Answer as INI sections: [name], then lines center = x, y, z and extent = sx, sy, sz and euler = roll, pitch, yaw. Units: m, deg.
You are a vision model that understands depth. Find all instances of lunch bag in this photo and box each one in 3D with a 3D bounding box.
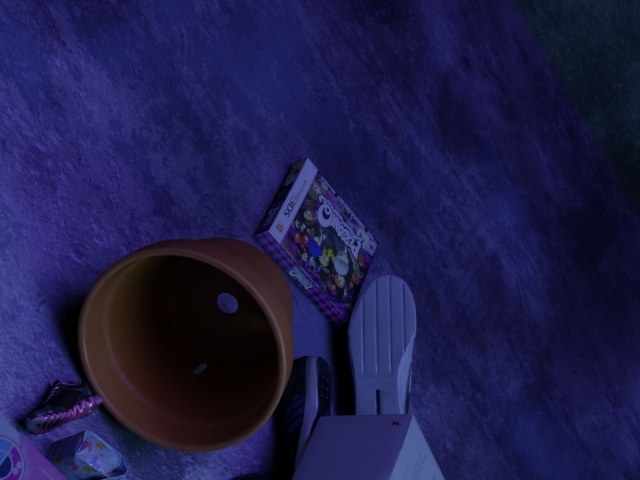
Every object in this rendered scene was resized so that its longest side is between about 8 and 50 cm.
[lunch bag]
center = -0.299, 0.290, 1.339
extent = 0.083, 0.071, 0.053
euler = 44, 42, -29

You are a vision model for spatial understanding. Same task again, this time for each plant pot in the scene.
[plant pot]
center = -0.162, 0.118, 1.450
extent = 0.291, 0.291, 0.203
euler = 61, 21, -9

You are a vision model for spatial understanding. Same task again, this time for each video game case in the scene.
[video game case]
center = 0.000, 0.000, 1.876
extent = 0.232, 0.042, 0.210
euler = 50, 42, -23

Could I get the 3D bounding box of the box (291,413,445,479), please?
[box]
center = 0.099, 0.462, 1.599
extent = 0.345, 0.168, 0.215
euler = 64, 35, -30

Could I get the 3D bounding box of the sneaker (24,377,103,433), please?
[sneaker]
center = -0.342, 0.211, 1.356
extent = 0.119, 0.047, 0.057
euler = -14, 67, -56

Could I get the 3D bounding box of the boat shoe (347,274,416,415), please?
[boat shoe]
center = 0.102, 0.230, 1.840
extent = 0.119, 0.121, 0.335
euler = 86, 10, -69

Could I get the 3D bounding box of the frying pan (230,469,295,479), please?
[frying pan]
center = -0.046, 0.434, 1.602
extent = 0.326, 0.053, 0.197
euler = -16, 85, -50

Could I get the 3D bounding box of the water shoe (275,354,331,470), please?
[water shoe]
center = -0.030, 0.286, 1.669
extent = 0.073, 0.080, 0.203
euler = 42, 47, -48

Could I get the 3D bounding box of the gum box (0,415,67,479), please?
[gum box]
center = -0.404, 0.268, 1.228
extent = 0.188, 0.062, 0.107
euler = 51, 40, -21
